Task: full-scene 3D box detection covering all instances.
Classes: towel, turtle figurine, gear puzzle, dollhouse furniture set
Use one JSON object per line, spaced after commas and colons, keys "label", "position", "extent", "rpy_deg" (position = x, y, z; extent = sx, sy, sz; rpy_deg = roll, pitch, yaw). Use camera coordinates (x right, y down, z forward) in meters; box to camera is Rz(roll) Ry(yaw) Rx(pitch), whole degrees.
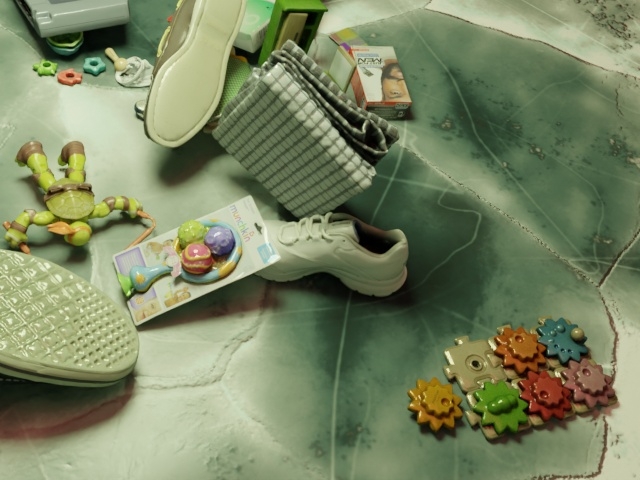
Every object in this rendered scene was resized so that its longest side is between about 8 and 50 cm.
{"label": "towel", "position": [-0.029, -0.165, 1.276], "extent": [0.235, 0.283, 0.121], "rpy_deg": [46, 65, -7]}
{"label": "turtle figurine", "position": [-0.412, -0.064, 1.282], "extent": [0.269, 0.087, 0.217], "rpy_deg": [-15, 56, -22]}
{"label": "towel", "position": [0.063, -0.416, 1.716], "extent": [0.060, 0.009, 0.083], "rpy_deg": [-28, 63, -30]}
{"label": "gear puzzle", "position": [0.282, 0.204, 1.238], "extent": [0.338, 0.044, 0.175], "rpy_deg": [-11, 55, -19]}
{"label": "dollhouse furniture set", "position": [-0.104, -0.321, 1.475], "extent": [0.301, 0.151, 0.198], "rpy_deg": [-10, 53, -34]}

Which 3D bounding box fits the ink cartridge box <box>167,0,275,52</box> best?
{"label": "ink cartridge box", "position": [-0.174, -0.478, 1.656], "extent": [0.224, 0.056, 0.181], "rpy_deg": [27, 56, 20]}

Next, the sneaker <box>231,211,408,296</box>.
{"label": "sneaker", "position": [0.000, 0.000, 1.290], "extent": [0.297, 0.129, 0.111], "rpy_deg": [7, 54, -5]}

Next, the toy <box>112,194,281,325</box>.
{"label": "toy", "position": [-0.195, 0.017, 1.231], "extent": [0.237, 0.056, 0.137], "rpy_deg": [-26, 58, -3]}

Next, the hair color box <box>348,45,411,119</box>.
{"label": "hair color box", "position": [0.113, -0.314, 1.616], "extent": [0.093, 0.053, 0.167], "rpy_deg": [-2, 53, -14]}

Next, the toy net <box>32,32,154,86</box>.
{"label": "toy net", "position": [-0.411, -0.333, 1.527], "extent": [0.232, 0.045, 0.122], "rpy_deg": [16, 49, 1]}

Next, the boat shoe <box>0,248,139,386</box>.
{"label": "boat shoe", "position": [-0.495, 0.111, 1.089], "extent": [0.500, 0.156, 0.187], "rpy_deg": [12, 44, -17]}

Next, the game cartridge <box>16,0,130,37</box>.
{"label": "game cartridge", "position": [-0.488, -0.484, 1.591], "extent": [0.196, 0.060, 0.294], "rpy_deg": [-20, 45, -21]}

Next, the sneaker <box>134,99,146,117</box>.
{"label": "sneaker", "position": [-0.270, -0.252, 1.483], "extent": [0.135, 0.058, 0.052], "rpy_deg": [-4, 52, -14]}

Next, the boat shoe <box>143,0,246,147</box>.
{"label": "boat shoe", "position": [-0.224, -0.302, 1.381], "extent": [0.116, 0.096, 0.324], "rpy_deg": [28, 74, -36]}
